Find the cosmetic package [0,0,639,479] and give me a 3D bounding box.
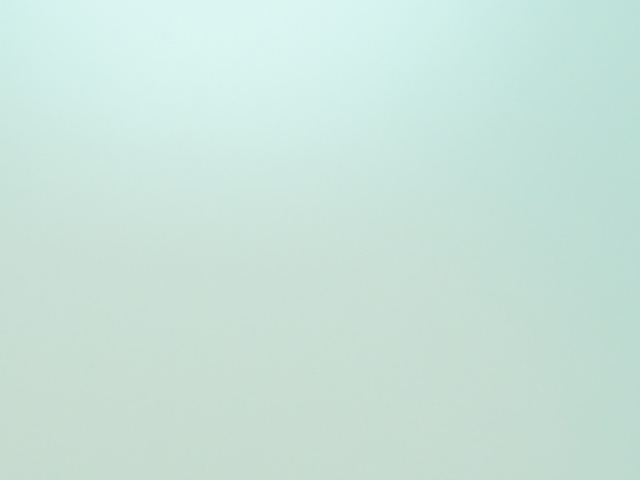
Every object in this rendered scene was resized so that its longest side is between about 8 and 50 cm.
[{"bbox_3d":[0.000,0.000,0.421,0.453,0.161,0.230,3,82,-8],"label":"cosmetic package"}]
